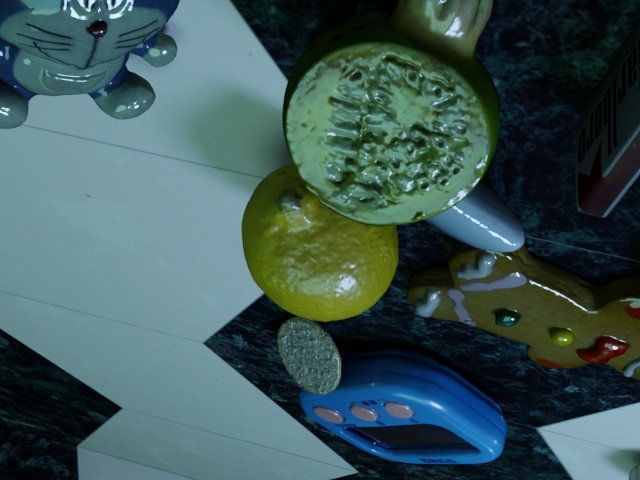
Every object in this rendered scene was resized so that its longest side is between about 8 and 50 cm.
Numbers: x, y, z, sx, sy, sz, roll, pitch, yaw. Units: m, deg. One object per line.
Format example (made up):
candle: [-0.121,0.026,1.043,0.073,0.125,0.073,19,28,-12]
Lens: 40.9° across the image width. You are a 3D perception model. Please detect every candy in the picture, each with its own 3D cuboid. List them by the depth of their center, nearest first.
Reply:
candy: [0.133,-0.052,0.946,0.174,0.071,0.138,30,-176,-22]

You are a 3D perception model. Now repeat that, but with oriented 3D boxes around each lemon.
lemon: [0.000,0.000,1.026,0.187,0.186,0.244,4,150,24]

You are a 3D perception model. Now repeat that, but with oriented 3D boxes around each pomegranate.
pomegranate: [0.065,-0.144,0.773,0.190,0.159,0.240,-2,122,14]

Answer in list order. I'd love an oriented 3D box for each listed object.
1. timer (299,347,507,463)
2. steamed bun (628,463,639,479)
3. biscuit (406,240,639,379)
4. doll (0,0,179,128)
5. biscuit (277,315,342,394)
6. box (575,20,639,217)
timer: [0.147,0.306,1.559,0.309,0.115,0.340,38,146,-29]
steamed bun: [0.646,0.461,1.565,0.183,0.106,0.182,12,148,7]
biscuit: [0.346,0.119,1.163,0.432,0.064,0.283,23,151,-9]
doll: [-0.235,-0.212,0.816,0.228,0.153,0.258,-6,172,-29]
biscuit: [-0.019,0.197,1.478,0.152,0.020,0.152,22,125,36]
box: [0.268,-0.111,0.740,0.036,0.115,0.177,10,153,0]
